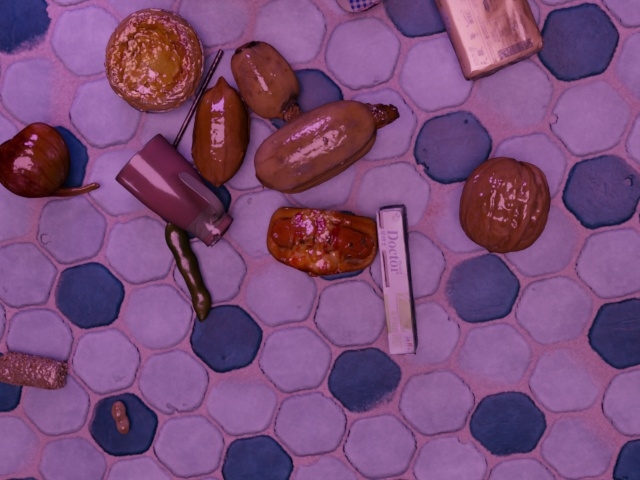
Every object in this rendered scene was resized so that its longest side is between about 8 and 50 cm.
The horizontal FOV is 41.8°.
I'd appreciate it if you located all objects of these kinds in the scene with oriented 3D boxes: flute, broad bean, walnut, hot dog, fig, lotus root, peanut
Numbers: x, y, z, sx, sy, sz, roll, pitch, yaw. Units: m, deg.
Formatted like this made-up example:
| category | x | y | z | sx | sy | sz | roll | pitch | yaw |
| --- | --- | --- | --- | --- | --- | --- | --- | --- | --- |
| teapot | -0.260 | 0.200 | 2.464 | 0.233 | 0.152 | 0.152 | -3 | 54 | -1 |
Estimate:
| category | x | y | z | sx | sy | sz | roll | pitch | yaw |
| --- | --- | --- | --- | --- | --- | --- | --- | --- | --- |
| flute | -0.287 | -0.316 | 1.927 | 0.014 | 0.014 | 0.269 | 29 | 101 | 1 |
| broad bean | -0.308 | 0.073 | 1.974 | 0.052 | 0.052 | 0.256 | -8 | 104 | 49 |
| walnut | -0.223 | -0.242 | 1.870 | 0.137 | 0.137 | 0.245 | 10 | 100 | 4 |
| hot dog | 0.000 | 0.000 | 1.876 | 0.256 | 0.153 | 0.150 | 7 | 99 | 5 |
| walnut | 0.397 | -0.073 | 1.811 | 0.213 | 0.213 | 0.213 | 1 | 99 | 6 |
| fig | -0.641 | -0.157 | 1.923 | 0.175 | 0.175 | 0.207 | -30 | 114 | 9 |
| lotus root | 0.010 | -0.219 | 1.833 | 0.342 | 0.169 | 0.151 | -30 | 79 | 7 |
| lotus root | -0.113 | -0.342 | 1.857 | 0.125 | 0.118 | 0.221 | -31 | 96 | 24 |
| peanut | -0.488 | 0.435 | 2.053 | 0.037 | 0.037 | 0.083 | -21 | 93 | 8 |

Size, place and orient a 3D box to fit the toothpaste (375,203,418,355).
| category | x | y | z | sx | sy | sz | roll | pitch | yaw |
| --- | --- | --- | --- | --- | --- | --- | --- | --- | --- |
| toothpaste | 0.176 | 0.089 | 1.910 | 0.067 | 0.081 | 0.337 | -5 | 98 | 10 |

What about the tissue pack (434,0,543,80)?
| category | x | y | z | sx | sy | sz | roll | pitch | yaw |
| --- | --- | --- | --- | --- | --- | --- | --- | --- | --- |
| tissue pack | 0.360 | -0.474 | 1.800 | 0.186 | 0.090 | 0.222 | -23 | 97 | 6 |

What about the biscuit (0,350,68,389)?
| category | x | y | z | sx | sy | sz | roll | pitch | yaw |
| --- | --- | --- | --- | --- | --- | --- | --- | --- | --- |
| biscuit | -0.705 | 0.322 | 2.042 | 0.168 | 0.070 | 0.082 | 10 | 91 | 6 |

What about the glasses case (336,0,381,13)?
| category | x | y | z | sx | sy | sz | roll | pitch | yaw |
| --- | --- | --- | --- | --- | --- | --- | --- | --- | --- |
| glasses case | 0.038 | -0.653 | 1.810 | 0.125 | 0.076 | 0.327 | -24 | 95 | 10 |

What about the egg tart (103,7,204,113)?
| category | x | y | z | sx | sy | sz | roll | pitch | yaw |
| --- | --- | --- | --- | --- | --- | --- | --- | --- | --- |
| egg tart | -0.368 | -0.402 | 1.882 | 0.234 | 0.094 | 0.234 | 1 | 98 | 8 |

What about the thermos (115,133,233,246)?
| category | x | y | z | sx | sy | sz | roll | pitch | yaw |
| --- | --- | --- | --- | --- | --- | --- | --- | --- | --- |
| thermos | -0.313 | -0.105 | 1.890 | 0.265 | 0.176 | 0.146 | 43 | 63 | -6 |
